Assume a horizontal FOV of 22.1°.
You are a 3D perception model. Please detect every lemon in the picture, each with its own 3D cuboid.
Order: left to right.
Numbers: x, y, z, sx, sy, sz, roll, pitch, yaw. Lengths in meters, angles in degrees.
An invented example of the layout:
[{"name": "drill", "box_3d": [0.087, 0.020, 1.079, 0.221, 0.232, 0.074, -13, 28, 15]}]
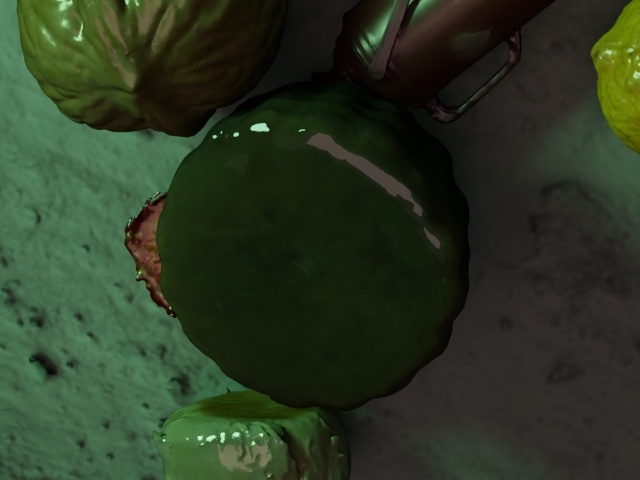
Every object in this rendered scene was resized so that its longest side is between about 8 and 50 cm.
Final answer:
[{"name": "lemon", "box_3d": [0.277, -0.112, 1.123, 0.187, 0.142, 0.142, 15, 115, 3]}]

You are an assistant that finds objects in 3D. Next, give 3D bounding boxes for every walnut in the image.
[{"name": "walnut", "box_3d": [-0.120, -0.168, 1.161, 0.213, 0.213, 0.213, 5, 113, 12]}]

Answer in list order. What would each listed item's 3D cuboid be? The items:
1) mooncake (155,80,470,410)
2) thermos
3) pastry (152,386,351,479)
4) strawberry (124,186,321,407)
[{"name": "mooncake", "box_3d": [0.000, 0.000, 1.159, 0.228, 0.124, 0.228, 6, 115, 12]}, {"name": "thermos", "box_3d": [0.090, -0.160, 1.173, 0.232, 0.099, 0.124, -39, 100, 23]}, {"name": "pastry", "box_3d": [-0.053, 0.171, 1.315, 0.166, 0.166, 0.088, -1, 96, 14]}, {"name": "strawberry", "box_3d": [-0.037, 0.015, 1.289, 0.208, 0.087, 0.167, 40, 106, 6]}]
